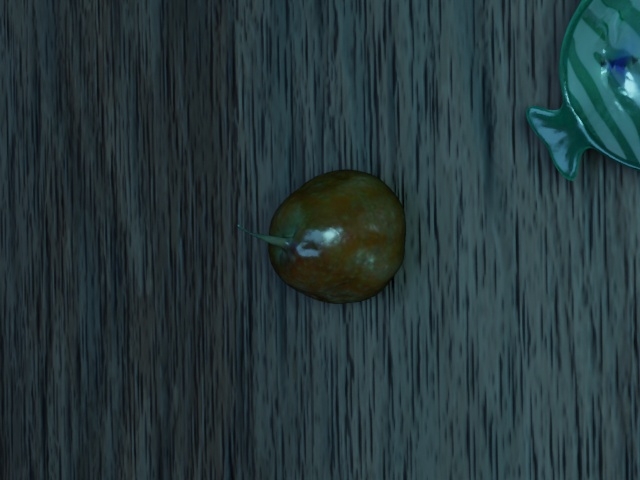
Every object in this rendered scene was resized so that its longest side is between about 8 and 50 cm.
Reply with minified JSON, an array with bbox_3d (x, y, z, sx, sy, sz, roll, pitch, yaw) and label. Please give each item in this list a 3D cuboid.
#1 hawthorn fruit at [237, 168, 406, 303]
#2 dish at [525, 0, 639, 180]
[{"bbox_3d":[0.007,0.009,1.335,0.149,0.189,0.149,25,134,29],"label":"hawthorn fruit"},{"bbox_3d":[0.315,-0.155,1.178,0.246,0.078,0.224,-33,87,36],"label":"dish"}]
